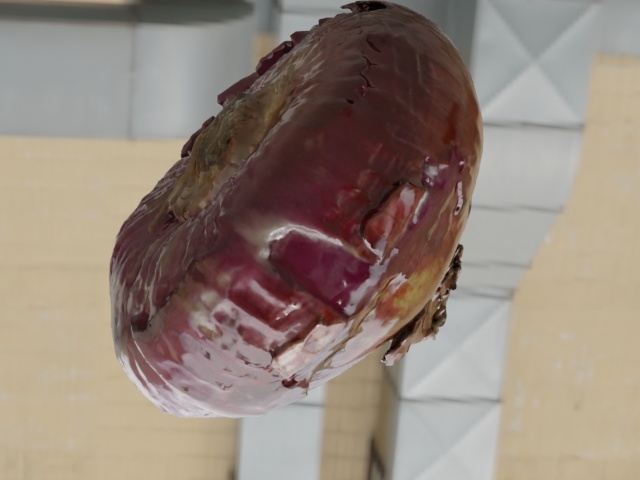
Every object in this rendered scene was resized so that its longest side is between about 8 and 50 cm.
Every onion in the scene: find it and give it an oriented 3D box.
[{"bbox_3d":[0.000,0.000,0.784,0.163,0.230,0.230,44,-175,-22],"label":"onion"}]
